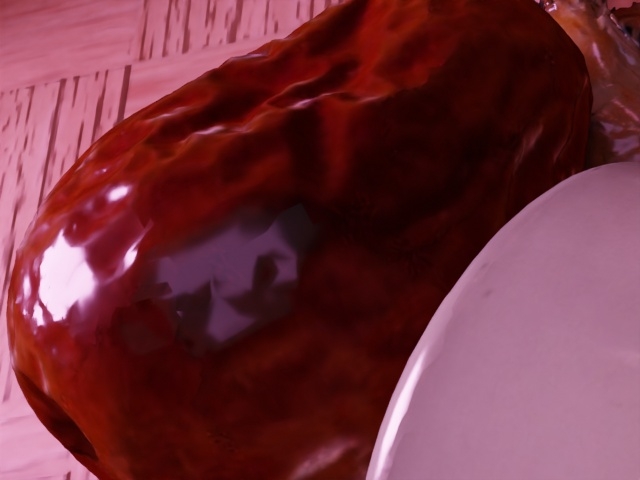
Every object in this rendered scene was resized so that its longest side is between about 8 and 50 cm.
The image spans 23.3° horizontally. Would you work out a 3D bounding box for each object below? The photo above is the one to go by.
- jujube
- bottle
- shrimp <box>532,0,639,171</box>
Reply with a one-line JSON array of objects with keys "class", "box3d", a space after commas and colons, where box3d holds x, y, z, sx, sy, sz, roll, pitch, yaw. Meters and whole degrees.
[{"class": "jujube", "box3d": [0.000, 0.000, 0.613, 0.190, 0.190, 0.255, 27, 70, 36]}, {"class": "bottle", "box3d": [0.207, 0.114, 0.406, 0.351, 0.229, 0.229, 15, 64, 38]}, {"class": "shrimp", "box3d": [0.142, -0.079, 0.689, 0.099, 0.041, 0.180, -26, 50, 4]}]
